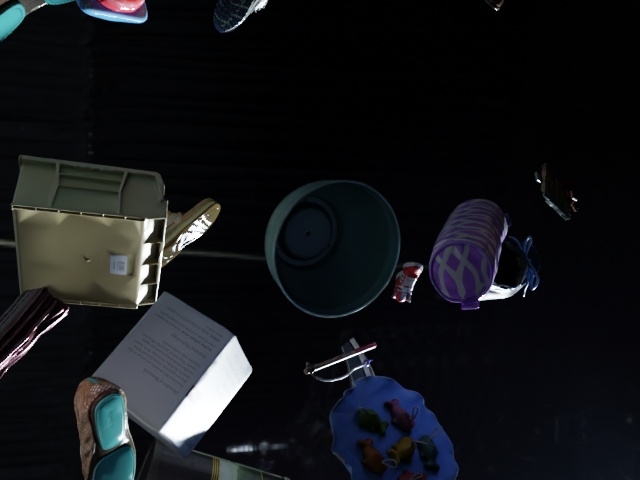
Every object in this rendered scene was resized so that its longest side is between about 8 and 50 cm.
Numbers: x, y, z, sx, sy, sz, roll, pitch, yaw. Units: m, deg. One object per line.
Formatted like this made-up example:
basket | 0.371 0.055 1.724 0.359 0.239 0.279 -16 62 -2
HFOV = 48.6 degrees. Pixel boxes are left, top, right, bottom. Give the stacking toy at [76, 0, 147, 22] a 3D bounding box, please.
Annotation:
stacking toy | -0.328 -0.549 1.323 0.301 0.175 0.166 -19 -95 36

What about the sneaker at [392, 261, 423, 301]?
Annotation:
sneaker | 0.181 0.090 1.480 0.118 0.042 0.067 113 -9 -66

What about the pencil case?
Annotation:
pencil case | 0.196 0.010 0.927 0.206 0.086 0.088 -41 124 -63

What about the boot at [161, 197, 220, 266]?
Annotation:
boot | -0.339 -0.059 1.563 0.165 0.213 0.077 53 8 22

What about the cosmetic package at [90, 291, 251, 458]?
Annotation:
cosmetic package | -0.233 0.215 1.133 0.184 0.151 0.151 -53 155 -22

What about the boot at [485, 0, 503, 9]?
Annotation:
boot | 0.274 -0.389 0.991 0.114 0.037 0.106 -46 -160 42

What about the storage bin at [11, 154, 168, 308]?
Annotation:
storage bin | -0.426 -0.006 1.319 0.262 0.260 0.123 110 -19 -44

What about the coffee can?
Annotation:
coffee can | -0.215 0.510 1.339 0.201 0.275 0.202 -159 -90 -77

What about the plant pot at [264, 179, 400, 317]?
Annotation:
plant pot | 0.000 0.000 1.553 0.196 0.293 0.293 -153 -115 -63

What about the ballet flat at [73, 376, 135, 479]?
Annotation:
ballet flat | -0.283 0.261 0.925 0.067 0.073 0.206 30 -57 38

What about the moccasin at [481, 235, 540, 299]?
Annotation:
moccasin | 0.392 0.068 1.502 0.116 0.342 0.138 -26 -96 43

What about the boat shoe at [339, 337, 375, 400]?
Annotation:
boat shoe | 0.073 0.287 1.161 0.095 0.079 0.255 50 19 -70

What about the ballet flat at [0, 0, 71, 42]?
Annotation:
ballet flat | -0.431 -0.376 0.979 0.182 0.482 0.164 55 -15 -8

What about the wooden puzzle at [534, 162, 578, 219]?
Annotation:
wooden puzzle | 0.268 -0.055 0.806 0.006 0.083 0.049 -26 -143 43

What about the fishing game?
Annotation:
fishing game | 0.093 0.239 0.847 0.041 0.189 0.264 -50 -116 38

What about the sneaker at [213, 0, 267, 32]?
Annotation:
sneaker | -0.109 -0.373 1.104 0.052 0.135 0.058 49 13 14

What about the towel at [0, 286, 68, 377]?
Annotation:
towel | -0.401 0.157 0.825 0.237 0.037 0.329 -53 -162 -20
